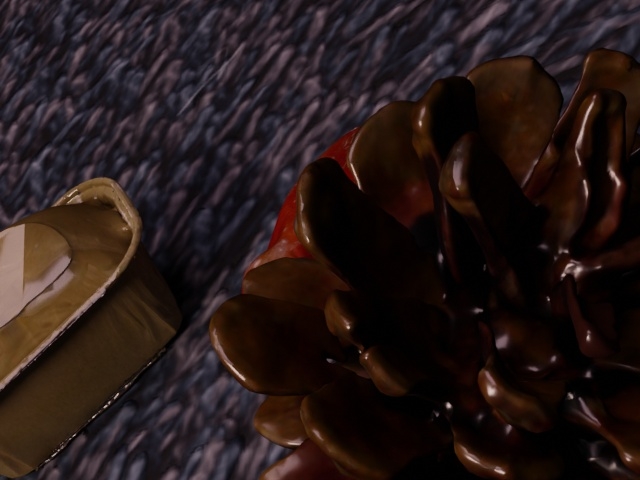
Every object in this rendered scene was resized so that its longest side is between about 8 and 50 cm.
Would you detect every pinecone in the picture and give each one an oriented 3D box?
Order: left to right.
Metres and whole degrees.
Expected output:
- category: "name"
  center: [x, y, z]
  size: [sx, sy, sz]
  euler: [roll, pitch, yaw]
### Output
- category: "pinecone"
  center: [0.073, 0.026, 0.769]
  size: [0.229, 0.201, 0.202]
  euler: [-15, 68, -5]

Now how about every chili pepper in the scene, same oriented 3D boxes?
- category: "chili pepper"
  center: [0.000, 0.001, 0.999]
  size: [0.059, 0.050, 0.191]
  euler: [-15, 32, 41]

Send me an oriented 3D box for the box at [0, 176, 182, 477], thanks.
- category: "box"
  center: [-0.157, 0.047, 1.067]
  size: [0.177, 0.111, 0.111]
  euler: [-43, 34, 3]
